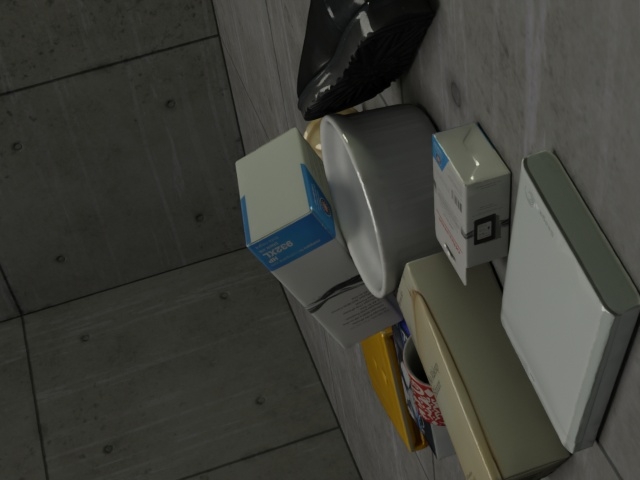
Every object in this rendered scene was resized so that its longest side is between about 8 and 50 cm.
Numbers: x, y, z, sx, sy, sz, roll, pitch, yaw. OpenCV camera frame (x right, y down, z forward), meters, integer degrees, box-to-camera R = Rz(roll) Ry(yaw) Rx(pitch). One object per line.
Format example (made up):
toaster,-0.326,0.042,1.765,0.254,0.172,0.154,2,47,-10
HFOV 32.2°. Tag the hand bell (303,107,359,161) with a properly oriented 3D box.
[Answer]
hand bell,0.079,-0.119,1.882,0.242,0.126,0.126,49,157,44

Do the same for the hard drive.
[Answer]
hard drive,0.260,0.076,1.201,0.307,0.040,0.203,84,167,-55

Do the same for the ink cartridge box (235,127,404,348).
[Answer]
ink cartridge box,0.000,0.000,1.856,0.307,0.129,0.223,49,-161,-39

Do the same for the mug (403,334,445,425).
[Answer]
mug,0.194,0.231,1.728,0.169,0.113,0.150,79,172,-57

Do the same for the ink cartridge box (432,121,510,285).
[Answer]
ink cartridge box,0.186,-0.043,1.374,0.180,0.060,0.104,82,167,-46

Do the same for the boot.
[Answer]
boot,-0.014,-0.430,1.541,0.445,0.146,0.367,66,157,9

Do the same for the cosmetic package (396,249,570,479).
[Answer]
cosmetic package,0.211,0.176,1.487,0.160,0.113,0.309,92,159,-67

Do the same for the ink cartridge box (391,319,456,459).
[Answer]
ink cartridge box,0.179,0.205,1.940,0.165,0.065,0.332,-121,17,-61

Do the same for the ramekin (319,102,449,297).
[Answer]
ramekin,0.105,-0.066,1.613,0.277,0.135,0.277,162,90,-82

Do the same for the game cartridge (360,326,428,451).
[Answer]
game cartridge,0.141,0.255,2.375,0.323,0.053,0.285,-121,16,-68
